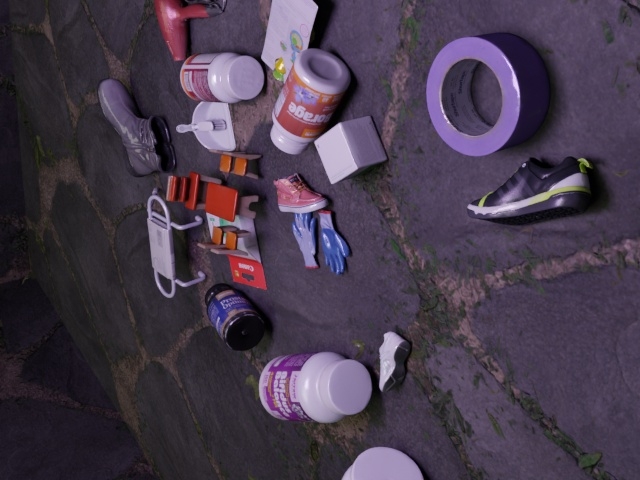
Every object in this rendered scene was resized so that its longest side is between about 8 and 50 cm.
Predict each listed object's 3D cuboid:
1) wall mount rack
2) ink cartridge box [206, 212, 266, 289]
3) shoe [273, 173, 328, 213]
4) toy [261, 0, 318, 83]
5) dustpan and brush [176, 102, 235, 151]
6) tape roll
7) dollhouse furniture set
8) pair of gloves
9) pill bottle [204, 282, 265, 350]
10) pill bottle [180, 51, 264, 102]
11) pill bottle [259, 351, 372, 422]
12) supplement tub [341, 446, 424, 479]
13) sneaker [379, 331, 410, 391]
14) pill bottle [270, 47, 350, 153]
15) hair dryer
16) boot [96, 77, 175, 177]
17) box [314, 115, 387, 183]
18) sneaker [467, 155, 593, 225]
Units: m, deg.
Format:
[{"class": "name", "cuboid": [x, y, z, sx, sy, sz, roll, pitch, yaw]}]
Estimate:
[{"class": "wall mount rack", "cuboid": [-0.484, -0.009, 2.210, 0.304, 0.130, 0.350, 28, 127, 40]}, {"class": "ink cartridge box", "cuboid": [-0.237, 0.026, 1.949, 0.181, 0.056, 0.224, 9, 111, 52]}, {"class": "shoe", "cuboid": [-0.051, -0.111, 1.622, 0.178, 0.063, 0.081, 5, 115, 57]}, {"class": "toy", "cuboid": [-0.054, -0.442, 1.482, 0.137, 0.056, 0.237, 50, 145, 21]}, {"class": "dustpan and brush", "cuboid": [-0.321, -0.310, 1.896, 0.211, 0.060, 0.147, 9, 112, 51]}, {"class": "tape roll", "cuboid": [0.267, -0.236, 1.125, 0.189, 0.080, 0.189, 27, 126, 44]}, {"class": "dollhouse furniture set", "cuboid": [-0.283, -0.110, 1.812, 0.259, 0.135, 0.262, 18, 103, 51]}, {"class": "pair of gloves", "cuboid": [0.000, 0.000, 1.644, 0.198, 0.023, 0.159, 5, 111, 53]}, {"class": "pill bottle", "cuboid": [-0.251, 0.210, 1.976, 0.219, 0.123, 0.122, 41, 137, 53]}, {"class": "pill bottle", "cuboid": [-0.239, -0.395, 1.694, 0.221, 0.121, 0.121, 17, 119, 49]}, {"class": "pill bottle", "cuboid": [-0.013, 0.358, 1.701, 0.301, 0.169, 0.169, -19, 90, 55]}, {"class": "supplement tub", "cuboid": [0.124, 0.630, 1.622, 0.191, 0.191, 0.272, 44, 137, 33]}, {"class": "sneaker", "cuboid": [0.156, 0.268, 1.540, 0.061, 0.054, 0.152, 44, 132, 46]}, {"class": "pill bottle", "cuboid": [-0.030, -0.284, 1.465, 0.121, 0.121, 0.216, 56, 143, 20]}, {"class": "hair dryer", "cuboid": [-0.351, -0.588, 1.791, 0.223, 0.080, 0.293, 53, 142, 22]}, {"class": "boot", "cuboid": [-0.559, -0.365, 2.167, 0.223, 0.118, 0.338, -6, 112, 51]}, {"class": "box", "cuboid": [0.061, -0.184, 1.417, 0.101, 0.087, 0.102, -26, 84, 55]}, {"class": "sneaker", "cuboid": [0.339, -0.082, 1.124, 0.235, 0.084, 0.097, -9, 74, 53]}]
